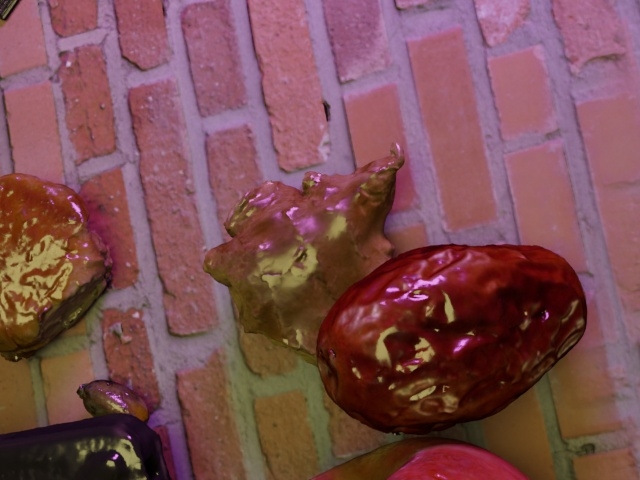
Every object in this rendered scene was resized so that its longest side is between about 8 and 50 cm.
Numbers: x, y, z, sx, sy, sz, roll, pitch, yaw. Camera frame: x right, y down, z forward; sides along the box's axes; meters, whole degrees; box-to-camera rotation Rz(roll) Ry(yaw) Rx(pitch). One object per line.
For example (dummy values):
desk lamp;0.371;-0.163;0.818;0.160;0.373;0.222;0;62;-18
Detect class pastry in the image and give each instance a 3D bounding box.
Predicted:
pastry;-0.368;0.034;1.307;0.219;0.100;0.228;7;81;10

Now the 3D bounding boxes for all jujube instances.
jujube;0.136;0.095;1.112;0.290;0.197;0.197;-19;79;-21

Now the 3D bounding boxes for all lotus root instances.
lotus root;-0.251;0.196;1.286;0.099;0.054;0.049;25;101;15

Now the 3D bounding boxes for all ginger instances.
ginger;0.000;0.000;1.214;0.219;0.123;0.270;33;84;6

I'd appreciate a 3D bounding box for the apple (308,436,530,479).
apple;0.084;0.377;1.038;0.364;0.364;0.363;-1;84;13

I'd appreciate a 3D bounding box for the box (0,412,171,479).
box;-0.314;0.386;1.205;0.350;0.091;0.359;-12;95;13

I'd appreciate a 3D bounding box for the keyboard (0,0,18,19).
keyboard;-0.461;-0.352;1.413;0.155;0.010;0.053;35;92;14
